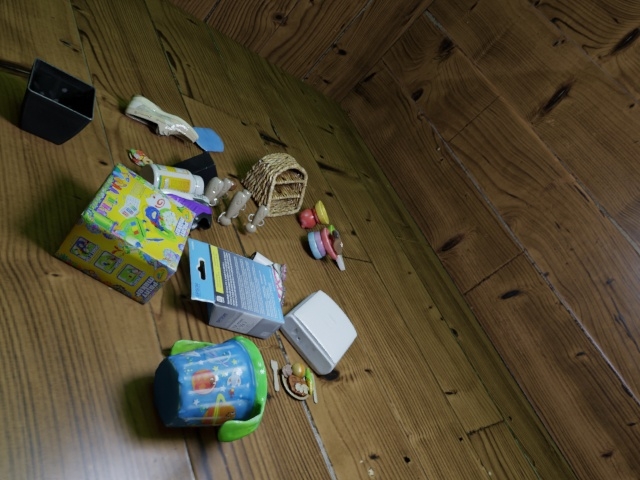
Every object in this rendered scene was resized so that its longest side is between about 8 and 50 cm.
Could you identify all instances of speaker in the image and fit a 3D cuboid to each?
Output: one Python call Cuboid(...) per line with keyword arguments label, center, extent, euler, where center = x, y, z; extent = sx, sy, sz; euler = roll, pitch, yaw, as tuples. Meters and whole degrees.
Cuboid(label="speaker", center=(-0.211, 0.102, 1.911), extent=(0.136, 0.055, 0.055), euler=(36, 28, -22))

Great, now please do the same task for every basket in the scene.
Cuboid(label="basket", center=(-0.174, -0.262, 2.289), extent=(0.223, 0.213, 0.299), euler=(53, 27, 13))

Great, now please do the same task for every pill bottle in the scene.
Cuboid(label="pill bottle", center=(-0.529, -0.203, 1.760), extent=(0.208, 0.117, 0.118), euler=(3, 50, -49))

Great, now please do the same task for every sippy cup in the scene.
Cuboid(label="sippy cup", center=(-0.291, 0.370, 1.251), extent=(0.224, 0.305, 0.240), euler=(5, 76, -40))

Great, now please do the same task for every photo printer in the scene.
Cuboid(label="photo printer", center=(0.006, 0.332, 1.864), extent=(0.256, 0.107, 0.307), euler=(50, 26, 4))

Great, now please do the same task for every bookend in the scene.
Cuboid(label="bookend", center=(-0.489, -0.252, 1.935), extent=(0.072, 0.156, 0.157), euler=(58, -16, 21))

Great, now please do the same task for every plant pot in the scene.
Cuboid(label="plant pot", center=(-0.838, -0.416, 1.542), extent=(0.187, 0.167, 0.188), euler=(24, 34, -39))

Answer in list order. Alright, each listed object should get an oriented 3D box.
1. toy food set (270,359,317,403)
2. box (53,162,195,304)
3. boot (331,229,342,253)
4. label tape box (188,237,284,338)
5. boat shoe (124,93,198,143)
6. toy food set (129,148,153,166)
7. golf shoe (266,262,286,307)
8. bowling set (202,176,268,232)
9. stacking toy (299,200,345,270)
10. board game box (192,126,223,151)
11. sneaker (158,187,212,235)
Cuboid(label="toy food set", center=(-0.076, 0.463, 1.635), extent=(0.192, 0.038, 0.133), euler=(28, 32, -35))
Cuboid(label="box", center=(-0.549, -0.024, 1.429), extent=(0.279, 0.177, 0.290), euler=(36, 28, -23))
Cuboid(label="boot", center=(0.078, 0.006, 2.307), extent=(0.087, 0.042, 0.119), euler=(84, -2, -88))
Cuboid(label="label tape box", center=(-0.302, 0.163, 1.627), extent=(0.347, 0.115, 0.249), euler=(22, 35, -37))
Cuboid(label="boat shoe", center=(-0.645, -0.471, 2.009), extent=(0.302, 0.109, 0.098), euler=(30, 70, -33))
Cuboid(label="toy food set", center=(-0.666, -0.303, 1.816), extent=(0.083, 0.020, 0.082), euler=(54, 27, 12))
Cuboid(label="golf shoe", center=(-0.173, 0.176, 1.849), extent=(0.085, 0.067, 0.186), euler=(4, 63, -7))
Cuboid(label="bowling set", center=(-0.362, -0.150, 1.972), extent=(0.287, 0.154, 0.200), euler=(32, 11, -26))
Cuboid(label="stacking toy", center=(0.000, 0.000, 2.377), extent=(0.309, 0.130, 0.280), euler=(-99, 165, -44))
Cuboid(label="board game box", center=(-0.518, -0.449, 2.233), extent=(0.168, 0.033, 0.133), euler=(-13, 69, -55))
Cuboid(label="sneaker", center=(-0.490, -0.089, 1.700), extent=(0.293, 0.102, 0.146), euler=(2, 64, -50))
